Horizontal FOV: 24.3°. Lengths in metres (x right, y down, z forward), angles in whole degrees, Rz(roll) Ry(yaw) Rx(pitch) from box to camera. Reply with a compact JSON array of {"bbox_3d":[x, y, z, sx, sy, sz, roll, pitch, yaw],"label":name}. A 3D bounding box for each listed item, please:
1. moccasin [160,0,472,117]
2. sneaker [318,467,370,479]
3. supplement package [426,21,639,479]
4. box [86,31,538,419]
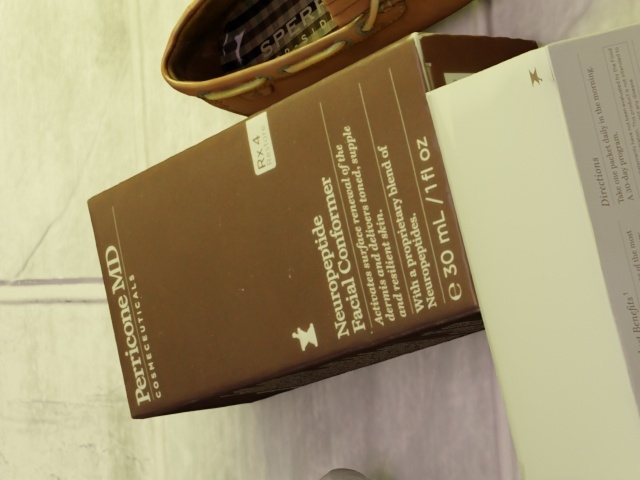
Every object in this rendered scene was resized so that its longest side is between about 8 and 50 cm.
[{"bbox_3d":[0.019,-0.212,1.058,0.380,0.147,0.139,-28,73,42],"label":"moccasin"},{"bbox_3d":[-0.037,0.308,1.169,0.152,0.114,0.305,28,112,39],"label":"sneaker"},{"bbox_3d":[0.182,0.016,0.829,0.204,0.145,0.262,175,81,-77],"label":"supplement package"},{"bbox_3d":[0.000,0.000,1.100,0.381,0.143,0.191,-23,76,45],"label":"box"}]
